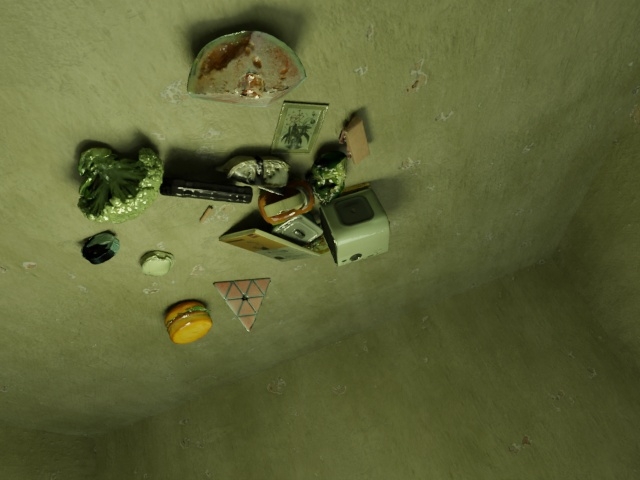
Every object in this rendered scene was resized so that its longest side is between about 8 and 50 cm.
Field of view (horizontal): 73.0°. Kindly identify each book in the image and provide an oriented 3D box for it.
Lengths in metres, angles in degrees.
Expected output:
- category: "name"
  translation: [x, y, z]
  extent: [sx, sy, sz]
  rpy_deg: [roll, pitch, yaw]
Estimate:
- category: "book"
  translation: [-0.225, 0.029, 1.950]
  extent: [0.269, 0.032, 0.389]
  rpy_deg: [-11, 156, 44]

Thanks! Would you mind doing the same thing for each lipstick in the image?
- category: "lipstick"
  translation: [-0.463, -0.105, 1.751]
  extent: [0.019, 0.019, 0.094]
  rpy_deg: [10, 137, -40]

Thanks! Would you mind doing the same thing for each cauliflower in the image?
- category: "cauliflower"
  translation: [-0.655, -0.184, 1.383]
  extent: [0.272, 0.275, 0.250]
  rpy_deg: [-13, 123, 50]

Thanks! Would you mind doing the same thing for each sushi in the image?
- category: "sushi"
  translation: [-0.235, -0.268, 1.574]
  extent: [0.273, 0.134, 0.109]
  rpy_deg: [15, 117, -18]

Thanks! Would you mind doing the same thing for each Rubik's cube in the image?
- category: "Rubik's cube"
  translation: [-0.417, 0.316, 2.291]
  extent: [0.229, 0.233, 0.228]
  rpy_deg: [-35, 134, -68]

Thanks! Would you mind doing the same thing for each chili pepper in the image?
- category: "chili pepper"
  translation: [0.025, -0.264, 1.734]
  extent: [0.148, 0.116, 0.264]
  rpy_deg: [-26, 150, -15]

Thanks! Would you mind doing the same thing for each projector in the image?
- category: "projector"
  translation: [0.147, -0.056, 1.924]
  extent: [0.249, 0.248, 0.248]
  rpy_deg: [-17, 146, -8]

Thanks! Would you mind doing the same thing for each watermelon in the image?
- category: "watermelon"
  translation: [-0.217, -0.486, 1.236]
  extent: [0.322, 0.188, 0.175]
  rpy_deg: [-2, 99, -17]

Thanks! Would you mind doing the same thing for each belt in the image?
- category: "belt"
  translation: [-0.837, 0.030, 1.652]
  extent: [0.140, 0.105, 0.058]
  rpy_deg: [-26, 152, -3]

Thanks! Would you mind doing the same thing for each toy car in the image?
- category: "toy car"
  translation: [-0.130, -0.146, 1.671]
  extent: [0.235, 0.145, 0.235]
  rpy_deg: [-20, -168, 5]

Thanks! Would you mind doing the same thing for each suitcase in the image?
- category: "suitcase"
  translation: [-0.405, -0.176, 1.532]
  extent: [0.286, 0.066, 0.206]
  rpy_deg: [3, -175, -33]

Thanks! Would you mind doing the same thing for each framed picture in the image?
- category: "framed picture"
  translation: [-0.080, -0.395, 1.549]
  extent: [0.173, 0.010, 0.231]
  rpy_deg: [-6, 145, -24]

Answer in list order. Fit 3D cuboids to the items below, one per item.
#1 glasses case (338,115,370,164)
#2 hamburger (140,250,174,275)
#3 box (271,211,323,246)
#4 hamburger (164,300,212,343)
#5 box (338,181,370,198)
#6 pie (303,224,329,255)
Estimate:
- category: "glasses case"
  translation: [0.115, -0.371, 1.628]
  extent: [0.102, 0.070, 0.193]
  rpy_deg: [-40, 147, -8]
- category: "hamburger"
  translation: [-0.709, 0.103, 1.877]
  extent: [0.133, 0.062, 0.140]
  rpy_deg: [-39, 142, 23]
- category: "box"
  translation: [-0.110, -0.066, 1.915]
  extent: [0.162, 0.130, 0.227]
  rpy_deg: [-33, 148, 17]
- category: "hamburger"
  translation: [-0.690, 0.414, 2.255]
  extent: [0.246, 0.170, 0.246]
  rpy_deg: [-27, 152, -15]
- category: "box"
  translation: [0.153, -0.217, 1.945]
  extent: [0.149, 0.020, 0.073]
  rpy_deg: [-16, 147, -9]
- category: "pie"
  translation: [0.000, 0.000, 2.151]
  extent: [0.241, 0.054, 0.240]
  rpy_deg: [-15, 145, -11]
